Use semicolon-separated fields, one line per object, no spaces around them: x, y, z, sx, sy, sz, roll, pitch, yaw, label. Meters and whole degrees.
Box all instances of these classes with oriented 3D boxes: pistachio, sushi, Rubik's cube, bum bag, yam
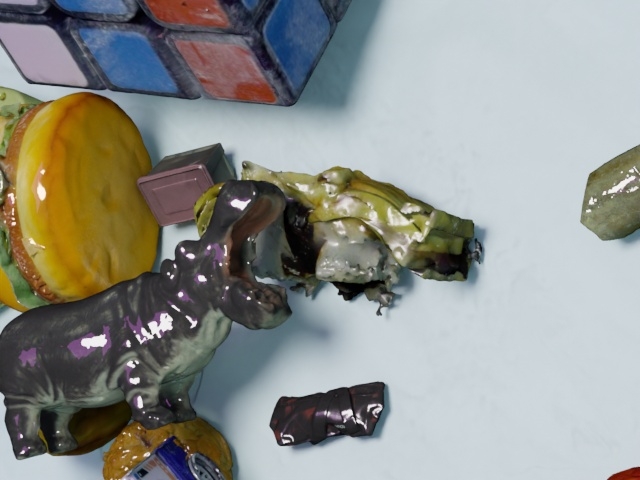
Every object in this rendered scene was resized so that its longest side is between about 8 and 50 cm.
-0.220;0.137;1.773;0.189;0.100;0.110;-43;87;14;pistachio
0.001;-0.007;1.671;0.291;0.139;0.131;13;90;33;sushi
-0.158;-0.368;1.703;0.359;0.362;0.363;12;60;32;Rubik's cube
0.006;0.166;1.672;0.124;0.034;0.058;-15;54;28;bum bag
0.295;-0.056;1.539;0.146;0.070;0.070;-29;61;23;yam

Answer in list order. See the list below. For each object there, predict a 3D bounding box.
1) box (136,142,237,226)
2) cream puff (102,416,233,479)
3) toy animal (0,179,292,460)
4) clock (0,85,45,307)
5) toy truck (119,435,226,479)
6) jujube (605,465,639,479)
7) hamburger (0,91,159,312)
-0.133;-0.060;1.808;0.084;0.060;0.063;-13;25;30;box
-0.151;0.232;1.710;0.126;0.103;0.144;-43;63;13;cream puff
-0.152;0.087;1.640;0.343;0.106;0.168;-31;78;16;toy animal
-0.406;-0.016;1.957;0.235;0.096;0.308;-1;76;32;clock
-0.098;0.320;1.570;0.124;0.155;0.268;-44;86;14;toy truck
0.248;0.272;1.446;0.176;0.109;0.112;-57;18;15;jujube
-0.282;-0.032;1.793;0.170;0.246;0.246;-6;72;25;hamburger
